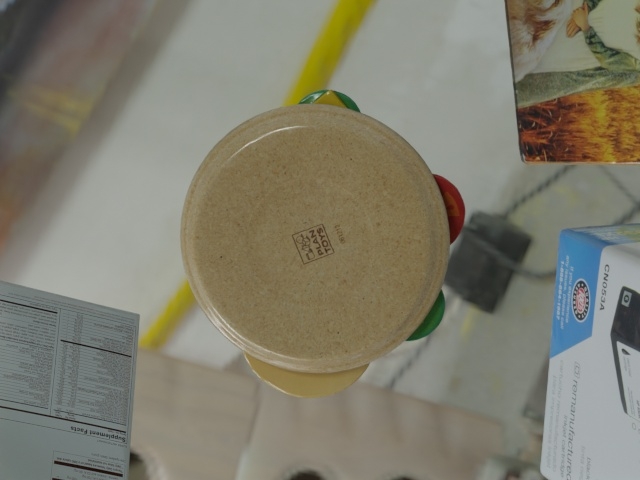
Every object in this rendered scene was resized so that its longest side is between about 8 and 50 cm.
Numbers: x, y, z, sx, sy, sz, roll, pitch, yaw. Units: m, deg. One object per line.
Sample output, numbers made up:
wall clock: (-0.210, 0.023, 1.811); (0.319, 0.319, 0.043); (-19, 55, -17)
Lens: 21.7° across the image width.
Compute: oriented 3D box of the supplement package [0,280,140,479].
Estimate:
supplement package: (-0.261, 0.169, 1.395); (0.194, 0.149, 0.203); (-37, 45, 52)

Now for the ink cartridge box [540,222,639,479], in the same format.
ink cartridge box: (0.304, 0.126, 1.284); (0.307, 0.129, 0.223); (-150, 61, -64)

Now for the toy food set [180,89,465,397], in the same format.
toy food set: (0.000, 0.000, 0.493); (0.082, 0.083, 0.020); (-37, 1, 12)

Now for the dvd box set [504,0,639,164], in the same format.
dvd box set: (0.266, -0.197, 1.051); (0.420, 0.062, 0.307); (6, 105, 57)
